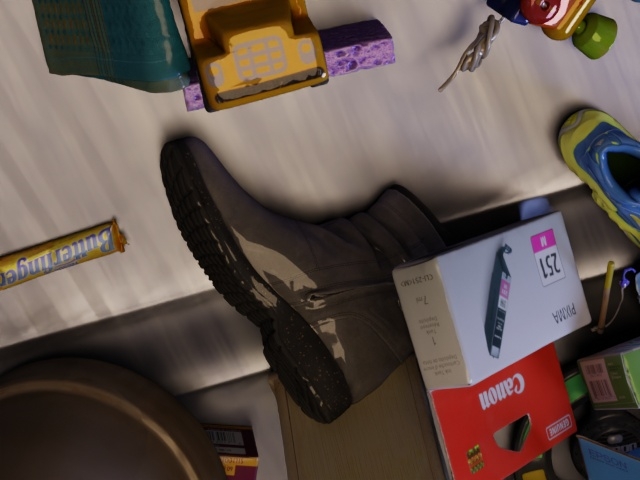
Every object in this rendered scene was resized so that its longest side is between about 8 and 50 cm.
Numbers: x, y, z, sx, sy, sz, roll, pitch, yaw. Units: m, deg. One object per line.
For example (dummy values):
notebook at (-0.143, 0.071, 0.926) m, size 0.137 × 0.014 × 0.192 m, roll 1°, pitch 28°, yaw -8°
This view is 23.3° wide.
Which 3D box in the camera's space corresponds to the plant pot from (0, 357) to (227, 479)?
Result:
plant pot at (-0.281, 0.310, 1.527) m, size 0.323 × 0.280 × 0.323 m, roll 4°, pitch 106°, yaw 13°

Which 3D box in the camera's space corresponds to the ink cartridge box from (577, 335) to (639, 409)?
ink cartridge box at (0.396, 0.121, 1.671) m, size 0.209 × 0.109 × 0.062 m, roll -18°, pitch 88°, yaw -17°

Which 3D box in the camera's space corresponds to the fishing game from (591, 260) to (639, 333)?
fishing game at (0.426, 0.032, 1.656) m, size 0.264 × 0.041 × 0.189 m, roll -12°, pitch 145°, yaw -10°

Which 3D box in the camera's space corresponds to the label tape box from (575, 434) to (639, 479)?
label tape box at (0.420, 0.326, 1.638) m, size 0.106 × 0.241 × 0.333 m, roll -43°, pitch 133°, yaw -31°

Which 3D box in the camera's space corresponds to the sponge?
sponge at (-0.035, -0.176, 1.532) m, size 0.210 × 0.117 × 0.031 m, roll -13°, pitch 108°, yaw -3°

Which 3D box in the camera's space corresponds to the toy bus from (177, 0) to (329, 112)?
toy bus at (-0.074, -0.217, 1.398) m, size 0.108 × 0.332 × 0.130 m, roll -14°, pitch 110°, yaw -3°

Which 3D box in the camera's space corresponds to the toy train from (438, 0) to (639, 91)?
toy train at (0.238, -0.225, 1.571) m, size 0.143 × 0.105 × 0.248 m, roll 27°, pitch 103°, yaw -29°

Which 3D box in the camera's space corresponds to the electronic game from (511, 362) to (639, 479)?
electronic game at (0.329, 0.235, 1.755) m, size 0.229 × 0.048 × 0.229 m, roll -2°, pitch 108°, yaw -7°

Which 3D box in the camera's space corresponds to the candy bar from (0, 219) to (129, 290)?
candy bar at (-0.280, 0.017, 1.615) m, size 0.162 × 0.018 × 0.040 m, roll -18°, pitch 110°, yaw -1°

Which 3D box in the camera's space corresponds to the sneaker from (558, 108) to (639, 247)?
sneaker at (0.349, -0.037, 1.626) m, size 0.240 × 0.126 × 0.091 m, roll 37°, pitch 100°, yaw -17°

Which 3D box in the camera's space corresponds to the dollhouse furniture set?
dollhouse furniture set at (0.088, 0.339, 1.690) m, size 0.362 × 0.256 × 0.394 m, roll -17°, pitch 129°, yaw 5°

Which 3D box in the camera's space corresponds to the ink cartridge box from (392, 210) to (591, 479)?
ink cartridge box at (0.193, 0.110, 1.558) m, size 0.060 × 0.275 × 0.238 m, roll -16°, pitch 91°, yaw 36°

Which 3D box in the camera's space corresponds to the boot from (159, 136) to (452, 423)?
boot at (0.000, 0.000, 1.605) m, size 0.223 × 0.118 × 0.338 m, roll -34°, pitch 94°, yaw -17°

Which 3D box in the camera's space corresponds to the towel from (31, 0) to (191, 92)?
towel at (-0.220, -0.321, 1.389) m, size 0.040 × 0.271 × 0.370 m, roll -20°, pitch 111°, yaw -28°

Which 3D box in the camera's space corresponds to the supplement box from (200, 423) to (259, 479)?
supplement box at (-0.131, 0.301, 1.695) m, size 0.104 × 0.081 × 0.188 m, roll 5°, pitch 108°, yaw -9°
